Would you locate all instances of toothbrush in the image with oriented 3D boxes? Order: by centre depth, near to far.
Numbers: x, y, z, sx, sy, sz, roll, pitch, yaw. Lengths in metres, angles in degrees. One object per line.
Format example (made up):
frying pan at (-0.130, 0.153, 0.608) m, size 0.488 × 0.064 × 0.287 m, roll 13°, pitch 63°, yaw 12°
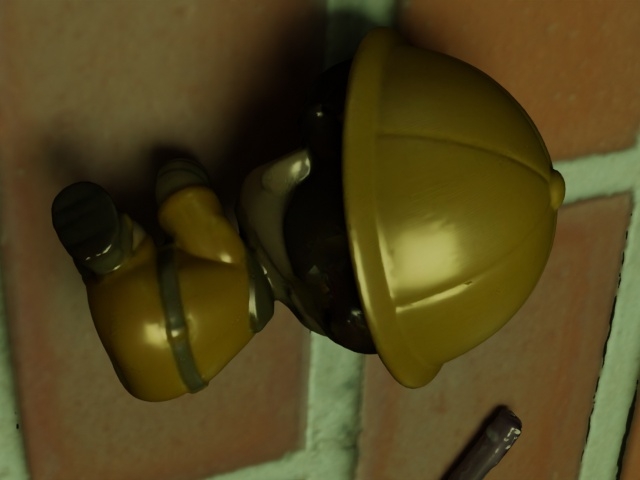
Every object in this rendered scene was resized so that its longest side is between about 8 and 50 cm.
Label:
toothbrush at (0.036, 0.256, 1.148) m, size 0.029 × 0.024 × 0.354 m, roll 22°, pitch 114°, yaw -29°

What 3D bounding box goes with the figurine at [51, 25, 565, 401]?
figurine at (0.002, 0.004, 0.830) m, size 0.257 × 0.167 × 0.192 m, roll -27°, pitch 147°, yaw -2°
